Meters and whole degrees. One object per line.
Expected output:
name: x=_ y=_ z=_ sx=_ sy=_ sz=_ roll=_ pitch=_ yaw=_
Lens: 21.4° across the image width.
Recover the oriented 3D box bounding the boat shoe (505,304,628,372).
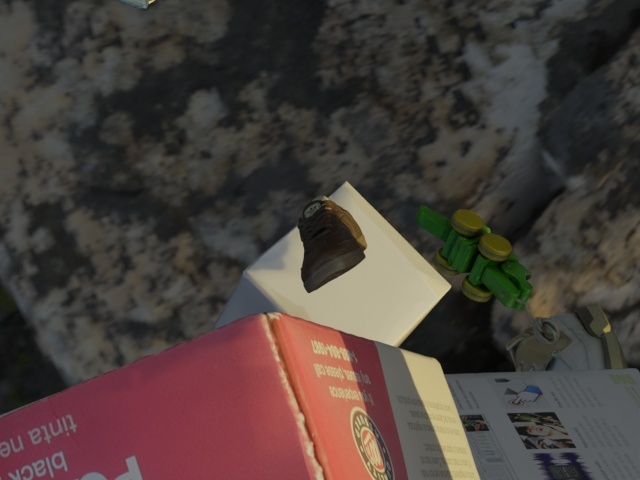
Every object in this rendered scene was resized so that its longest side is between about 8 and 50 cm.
boat shoe: x=0.239 y=0.138 z=1.601 sx=0.103 sy=0.302 sz=0.113 roll=-15 pitch=96 yaw=4

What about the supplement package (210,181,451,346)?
supplement package: x=-0.001 y=0.093 z=1.998 sx=0.177 sy=0.175 sz=0.293 roll=46 pitch=156 yaw=5

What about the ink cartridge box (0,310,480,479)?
ink cartridge box: x=0.010 y=0.179 z=0.533 sx=0.117 sy=0.207 sz=0.283 roll=-22 pitch=76 yaw=12

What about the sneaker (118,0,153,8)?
sneaker: x=-0.048 y=-0.126 z=0.449 sx=0.058 sy=0.052 sz=0.135 roll=-27 pitch=56 yaw=38

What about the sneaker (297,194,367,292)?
sneaker: x=0.000 y=0.000 z=1.619 sx=0.066 sy=0.188 sz=0.071 roll=-33 pitch=93 yaw=6

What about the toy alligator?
toy alligator: x=0.158 y=0.026 z=1.489 sx=0.189 sy=0.051 sz=0.056 roll=44 pitch=129 yaw=33

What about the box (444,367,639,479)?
box: x=0.120 y=0.170 z=1.285 sx=0.321 sy=0.232 sz=0.059 roll=0 pitch=109 yaw=-8
